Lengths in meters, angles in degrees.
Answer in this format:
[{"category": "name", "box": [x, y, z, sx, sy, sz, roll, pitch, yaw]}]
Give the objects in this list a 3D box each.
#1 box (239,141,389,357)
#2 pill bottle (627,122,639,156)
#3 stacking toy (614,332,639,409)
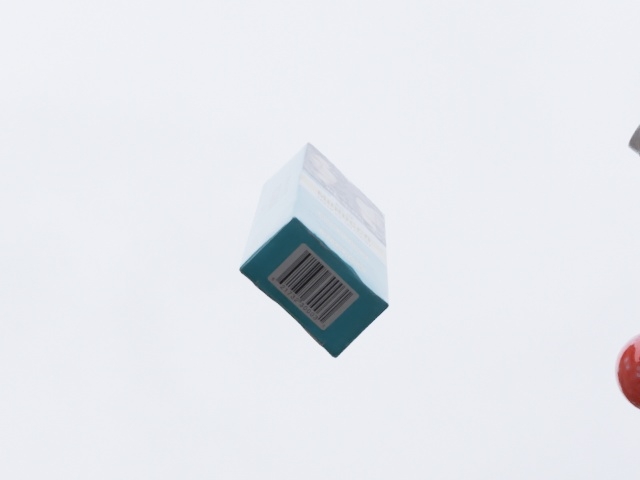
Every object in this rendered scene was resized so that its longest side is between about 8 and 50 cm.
[{"category": "box", "box": [0.000, 0.000, 1.072, 0.100, 0.244, 0.060, 43, -76, -11]}, {"category": "pill bottle", "box": [0.522, -0.095, 1.795, 0.117, 0.215, 0.117, -45, -17, -18]}, {"category": "stacking toy", "box": [0.461, 0.109, 1.467, 0.330, 0.141, 0.141, -19, -36, -27]}]
